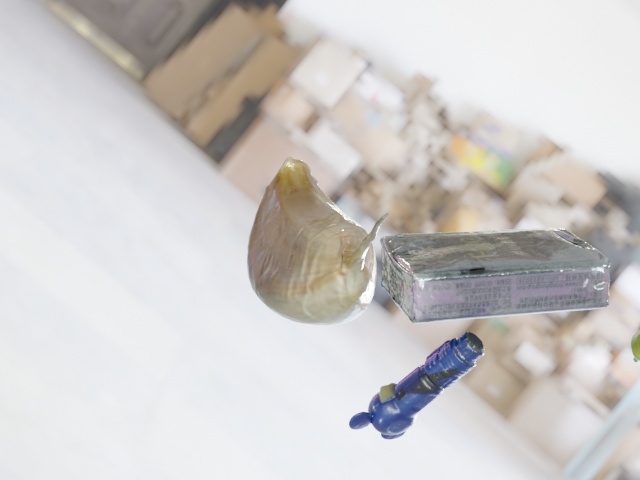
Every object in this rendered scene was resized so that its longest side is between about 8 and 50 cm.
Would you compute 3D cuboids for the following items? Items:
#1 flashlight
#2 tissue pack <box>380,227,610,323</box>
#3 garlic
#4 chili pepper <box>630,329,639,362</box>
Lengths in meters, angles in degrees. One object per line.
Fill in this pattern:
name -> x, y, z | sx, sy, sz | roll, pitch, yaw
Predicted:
flashlight -> 0.075, 0.108, 1.505 | 0.057, 0.121, 0.035 | 21, 36, -40
tissue pack -> 0.131, 0.026, 1.525 | 0.156, 0.051, 0.112 | -4, 14, -10
garlic -> 0.001, 0.011, 1.706 | 0.090, 0.128, 0.198 | 6, 13, -21
chili pepper -> 0.383, 0.096, 1.966 | 0.043, 0.049, 0.208 | 18, -15, -41
